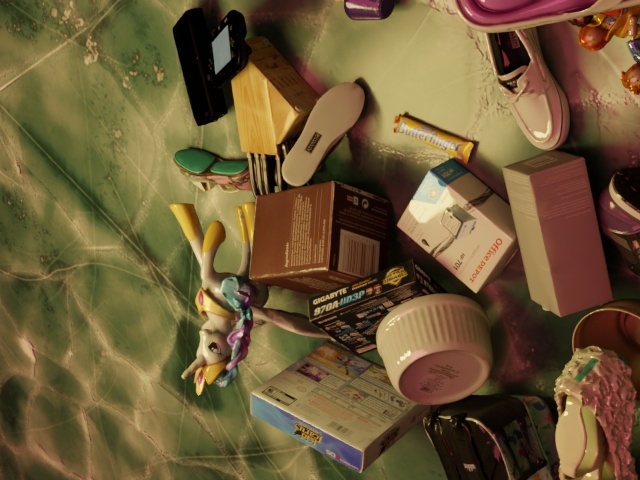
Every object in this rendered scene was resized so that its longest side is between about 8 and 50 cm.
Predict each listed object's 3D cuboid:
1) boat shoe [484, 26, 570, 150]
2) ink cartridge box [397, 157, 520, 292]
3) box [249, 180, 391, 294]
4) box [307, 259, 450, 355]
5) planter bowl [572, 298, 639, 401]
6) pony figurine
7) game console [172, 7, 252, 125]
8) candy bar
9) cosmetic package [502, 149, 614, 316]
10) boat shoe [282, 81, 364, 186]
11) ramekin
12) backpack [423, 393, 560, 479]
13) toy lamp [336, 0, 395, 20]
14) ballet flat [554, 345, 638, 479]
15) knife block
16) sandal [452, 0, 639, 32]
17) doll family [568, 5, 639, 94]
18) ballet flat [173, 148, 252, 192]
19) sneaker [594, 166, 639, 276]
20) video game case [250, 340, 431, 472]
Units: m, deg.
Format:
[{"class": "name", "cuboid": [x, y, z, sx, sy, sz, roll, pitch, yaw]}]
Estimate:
[{"class": "boat shoe", "cuboid": [0.310, -0.257, 1.508, 0.095, 0.084, 0.258, -20, 96, 43]}, {"class": "ink cartridge box", "cuboid": [0.249, -0.026, 1.666, 0.190, 0.082, 0.140, 43, 130, 19]}, {"class": "box", "cuboid": [0.000, 0.000, 1.786, 0.203, 0.168, 0.167, -8, 73, 42]}, {"class": "box", "cuboid": [0.114, 0.126, 1.748, 0.220, 0.175, 0.051, -23, 52, 24]}, {"class": "planter bowl", "cuboid": [0.497, 0.158, 1.519, 0.162, 0.109, 0.162, 22, 127, 33]}, {"class": "pony figurine", "cuboid": [-0.154, 0.109, 1.924, 0.302, 0.351, 0.364, -4, 87, 37]}, {"class": "game console", "cuboid": [-0.204, -0.352, 1.820, 0.361, 0.043, 0.213, -14, 91, 68]}, {"class": "candy bar", "cuboid": [0.196, -0.180, 1.685, 0.161, 0.018, 0.040, 27, 124, 27]}, {"class": "cosmetic package", "cuboid": [0.374, -0.012, 1.522, 0.127, 0.107, 0.238, -131, 22, -74]}, {"class": "boat shoe", "cuboid": [0.002, -0.196, 1.767, 0.077, 0.070, 0.219, 37, 92, 1]}, {"class": "ramekin", "cuboid": [0.208, 0.200, 1.702, 0.109, 0.207, 0.207, -99, 30, -43]}, {"class": "backpack", "cuboid": [0.320, 0.397, 1.705, 0.225, 0.191, 0.254, -18, 91, 64]}, {"class": "toy lamp", "cuboid": [0.006, -0.443, 1.685, 0.274, 0.080, 0.080, 25, 123, 29]}, {"class": "ballet flat", "cuboid": [0.423, 0.355, 1.531, 0.147, 0.147, 0.409, 9, 122, 37]}, {"class": "knife block", "cuboid": [-0.111, -0.222, 1.871, 0.276, 0.088, 0.242, 49, 131, 12]}, {"class": "sandal", "cuboid": [0.369, -0.376, 1.260, 0.416, 0.102, 0.169, -22, 92, 22]}, {"class": "doll family", "cuboid": [0.463, -0.298, 1.357, 0.263, 0.118, 0.163, 42, 113, 12]}, {"class": "ballet flat", "cuboid": [-0.220, -0.137, 2.019, 0.221, 0.077, 0.079, 13, 136, 35]}, {"class": "sneaker", "cuboid": [0.535, 0.021, 1.455, 0.283, 0.107, 0.124, 47, 146, 19]}, {"class": "video game case", "cuboid": [0.043, 0.317, 1.877, 0.269, 0.244, 0.061, 22, 123, 31]}]
